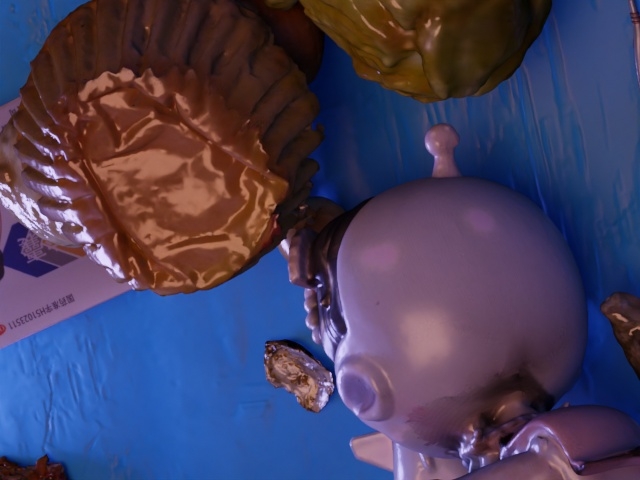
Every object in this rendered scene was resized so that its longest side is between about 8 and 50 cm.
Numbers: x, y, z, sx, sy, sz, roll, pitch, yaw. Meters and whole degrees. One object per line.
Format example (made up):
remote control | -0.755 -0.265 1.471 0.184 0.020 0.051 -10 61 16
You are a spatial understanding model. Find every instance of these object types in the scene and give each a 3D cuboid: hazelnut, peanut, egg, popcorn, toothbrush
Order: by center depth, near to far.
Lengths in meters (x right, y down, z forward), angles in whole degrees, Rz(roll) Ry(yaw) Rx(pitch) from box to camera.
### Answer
popcorn | 0.094 -0.248 1.615 0.225 0.276 0.276 30 113 30
toothbrush | 0.275 -0.161 1.671 0.019 0.013 0.193 -4 101 14
hazelnut | -0.063 -0.187 1.740 0.154 0.143 0.143 -11 99 44
peanut | -0.227 -0.062 1.779 0.159 0.109 0.140 -5 87 19
egg | 0.000 0.000 1.793 0.071 0.071 0.083 -30 103 25

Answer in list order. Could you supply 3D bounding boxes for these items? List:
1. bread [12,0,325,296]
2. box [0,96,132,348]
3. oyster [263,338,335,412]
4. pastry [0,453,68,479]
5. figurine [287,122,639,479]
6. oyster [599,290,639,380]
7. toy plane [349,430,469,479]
bread | -0.132 -0.080 1.636 0.274 0.149 0.274 2 106 8
box | -0.233 -0.046 1.880 0.353 0.069 0.214 -24 93 27
oyster | -0.021 0.124 1.859 0.083 0.019 0.054 38 115 7
pastry | -0.333 0.268 1.996 0.169 0.063 0.087 -5 99 24
figurine | 0.146 0.098 1.643 0.211 0.253 0.361 -49 53 26
oyster | 0.425 0.161 1.642 0.396 0.111 0.204 8 109 16
toy plane | 0.128 0.256 1.774 0.267 0.122 0.267 1 96 6
